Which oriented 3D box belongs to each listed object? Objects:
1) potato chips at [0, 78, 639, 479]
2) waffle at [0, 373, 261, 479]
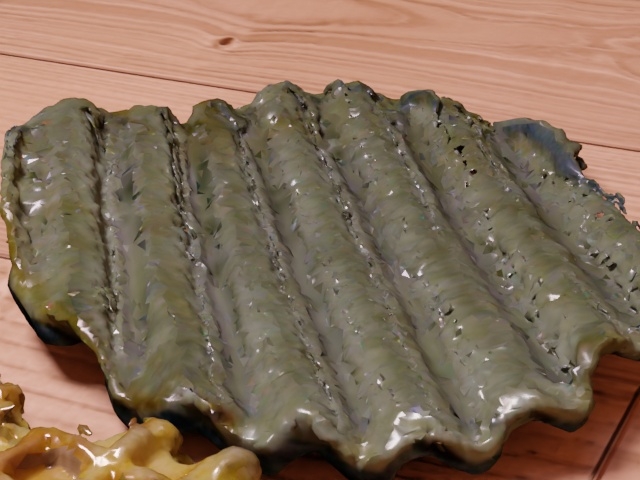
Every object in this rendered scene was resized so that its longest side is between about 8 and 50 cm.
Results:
[{"bbox_3d":[0.000,0.000,1.109,0.358,0.070,0.429,-8,31,-10],"label":"potato chips"},{"bbox_3d":[-0.189,0.140,0.909,0.301,0.058,0.281,5,32,12],"label":"waffle"}]
